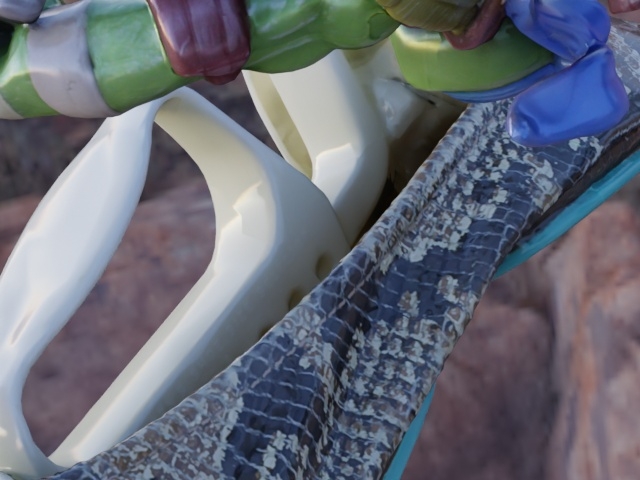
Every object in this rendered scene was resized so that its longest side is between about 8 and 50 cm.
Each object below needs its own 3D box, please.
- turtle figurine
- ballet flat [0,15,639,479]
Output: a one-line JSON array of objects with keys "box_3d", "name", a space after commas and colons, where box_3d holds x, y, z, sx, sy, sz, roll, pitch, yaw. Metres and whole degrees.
[{"box_3d": [-0.050, -0.140, 0.501, 0.198, 0.266, 0.275, -34, 50, 0], "name": "turtle figurine"}, {"box_3d": [0.000, 0.000, 0.754, 0.164, 0.182, 0.483, -29, 15, 48], "name": "ballet flat"}]
